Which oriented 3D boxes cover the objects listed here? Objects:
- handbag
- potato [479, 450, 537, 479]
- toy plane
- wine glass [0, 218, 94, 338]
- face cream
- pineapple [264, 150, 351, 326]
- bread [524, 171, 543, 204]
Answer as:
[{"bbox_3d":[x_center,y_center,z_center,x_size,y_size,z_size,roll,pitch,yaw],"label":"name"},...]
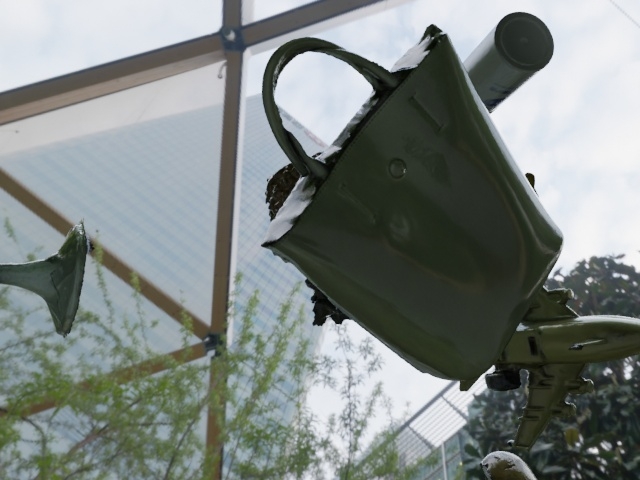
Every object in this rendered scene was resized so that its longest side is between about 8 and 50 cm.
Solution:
[{"bbox_3d":[0.079,-0.038,0.427,0.241,0.109,0.315,-53,-57,-17],"label":"handbag"},{"bbox_3d":[0.438,0.565,1.128,0.098,0.138,0.244,-26,-76,-2],"label":"potato"},{"bbox_3d":[0.240,0.115,0.570,0.103,0.256,0.242,-2,-101,-23],"label":"toy plane"},{"bbox_3d":[-0.410,0.022,0.514,0.320,0.143,0.144,11,-65,-32],"label":"wine glass"},{"bbox_3d":[0.210,-0.204,0.692,0.077,0.250,0.078,1,-99,-9],"label":"face cream"},{"bbox_3d":[0.000,0.000,1.071,0.201,0.202,0.363,-18,-109,16],"label":"pineapple"},{"bbox_3d":[0.347,-0.055,0.909,0.084,0.080,0.109,-12,-99,10],"label":"bread"}]
